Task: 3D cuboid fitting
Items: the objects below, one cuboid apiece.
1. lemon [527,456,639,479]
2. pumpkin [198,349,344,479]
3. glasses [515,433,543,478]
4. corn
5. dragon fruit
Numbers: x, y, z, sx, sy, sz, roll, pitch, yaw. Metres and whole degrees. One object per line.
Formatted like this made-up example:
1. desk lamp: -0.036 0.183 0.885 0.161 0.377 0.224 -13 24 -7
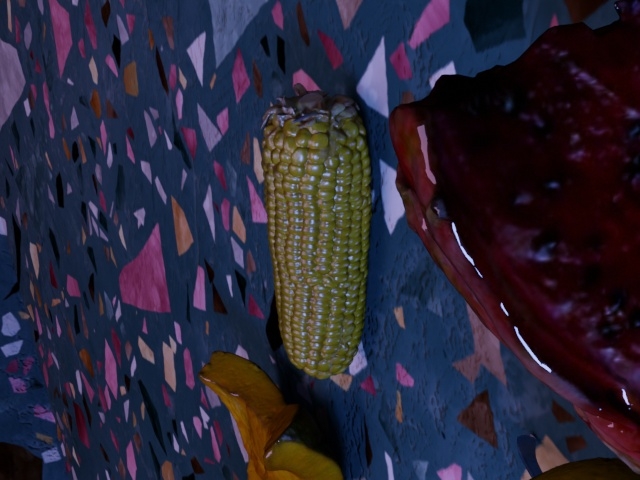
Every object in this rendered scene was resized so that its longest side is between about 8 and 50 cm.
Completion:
1. lemon: 0.189 0.247 0.888 0.263 0.236 0.235 -25 77 53
2. pumpkin: -0.041 0.269 1.649 0.290 0.095 0.258 31 141 62
3. glasses: 0.203 0.272 1.159 0.220 0.088 0.189 -97 10 -51
4. corn: 0.000 0.000 1.421 0.106 0.106 0.305 -136 37 -54
5. dragon fruit: 0.165 0.038 0.866 0.228 0.286 0.329 -13 99 64
